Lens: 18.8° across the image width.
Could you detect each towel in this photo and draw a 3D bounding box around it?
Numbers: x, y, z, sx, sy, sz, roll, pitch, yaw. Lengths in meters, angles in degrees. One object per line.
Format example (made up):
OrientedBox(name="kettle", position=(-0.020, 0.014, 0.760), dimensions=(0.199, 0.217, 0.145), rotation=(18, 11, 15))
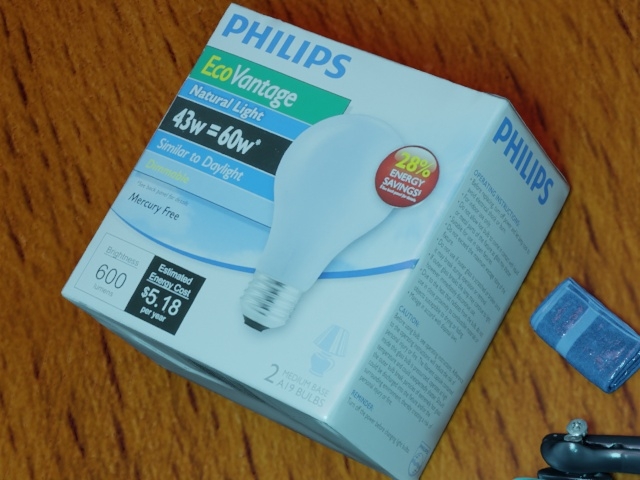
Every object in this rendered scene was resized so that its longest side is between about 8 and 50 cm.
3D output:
OrientedBox(name="towel", position=(0.266, 0.095, 1.922), dimensions=(0.067, 0.029, 0.119), rotation=(-46, 57, -1))

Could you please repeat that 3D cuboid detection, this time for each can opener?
OrientedBox(name="can opener", position=(0.298, 0.208, 1.847), dimensions=(0.186, 0.073, 0.059), rotation=(-4, 26, 19))

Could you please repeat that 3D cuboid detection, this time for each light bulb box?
OrientedBox(name="light bulb box", position=(0.000, 0.000, 1.970), dimensions=(0.358, 0.225, 0.361), rotation=(22, 78, 31))

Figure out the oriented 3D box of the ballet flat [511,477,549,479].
OrientedBox(name="ballet flat", position=(0.284, 0.275, 1.787), dimensions=(0.280, 0.095, 0.096), rotation=(-6, 33, 29))
